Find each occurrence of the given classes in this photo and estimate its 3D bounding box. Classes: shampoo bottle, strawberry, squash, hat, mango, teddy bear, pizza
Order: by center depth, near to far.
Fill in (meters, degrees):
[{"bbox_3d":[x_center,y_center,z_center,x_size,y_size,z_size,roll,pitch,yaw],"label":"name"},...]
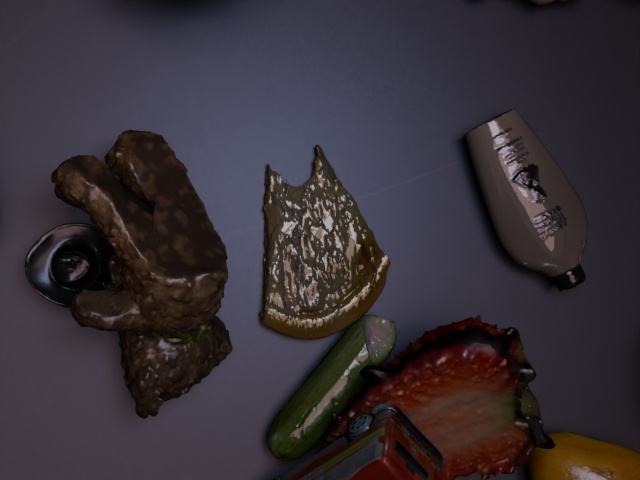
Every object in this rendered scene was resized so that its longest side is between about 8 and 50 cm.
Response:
[{"bbox_3d":[-0.221,0.038,1.615,0.296,0.222,0.246,48,39,7],"label":"teddy bear"},{"bbox_3d":[-0.321,0.033,1.651,0.121,0.050,0.121,3,83,-24],"label":"hat"},{"bbox_3d":[0.135,0.211,1.681,0.306,0.137,0.233,-16,118,11],"label":"strawberry"},{"bbox_3d":[0.017,0.193,1.695,0.069,0.069,0.239,41,80,-5],"label":"squash"},{"bbox_3d":[0.000,0.000,1.723,0.181,0.034,0.262,-5,87,-10],"label":"pizza"},{"bbox_3d":[0.374,0.338,1.735,0.219,0.112,0.144,29,81,5],"label":"mango"},{"bbox_3d":[0.288,-0.050,1.758,0.127,0.078,0.256,-28,93,-12],"label":"shampoo bottle"}]

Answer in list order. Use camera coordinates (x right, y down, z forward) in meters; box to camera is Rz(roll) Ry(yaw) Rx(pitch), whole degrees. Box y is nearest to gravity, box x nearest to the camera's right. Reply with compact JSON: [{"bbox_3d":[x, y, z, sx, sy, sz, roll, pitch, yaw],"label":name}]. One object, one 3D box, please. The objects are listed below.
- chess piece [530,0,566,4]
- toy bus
[{"bbox_3d":[0.350,-0.399,1.786,0.307,0.124,0.138,-8,118,-8],"label":"chess piece"},{"bbox_3d":[0.019,0.326,1.608,0.265,0.120,0.121,-36,108,21],"label":"toy bus"}]
